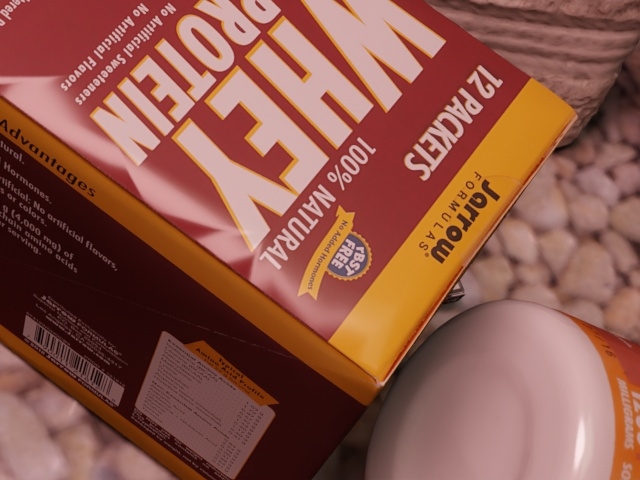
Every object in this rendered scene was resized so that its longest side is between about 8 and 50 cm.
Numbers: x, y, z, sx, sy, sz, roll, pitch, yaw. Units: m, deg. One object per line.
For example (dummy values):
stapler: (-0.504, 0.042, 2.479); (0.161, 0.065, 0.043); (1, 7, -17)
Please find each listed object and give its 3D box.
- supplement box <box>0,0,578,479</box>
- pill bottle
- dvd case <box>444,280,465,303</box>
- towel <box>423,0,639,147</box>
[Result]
supplement box: (-0.043, -0.016, 0.581); (0.191, 0.194, 0.129); (37, 62, 4)
pill bottle: (0.134, 0.109, 0.616); (0.216, 0.121, 0.121); (22, 55, -34)
dvd case: (0.000, 0.000, 0.710); (0.119, 0.013, 0.087); (-12, 69, -25)
towel: (0.029, -0.122, 0.683); (0.282, 0.187, 0.049); (8, 57, -17)
